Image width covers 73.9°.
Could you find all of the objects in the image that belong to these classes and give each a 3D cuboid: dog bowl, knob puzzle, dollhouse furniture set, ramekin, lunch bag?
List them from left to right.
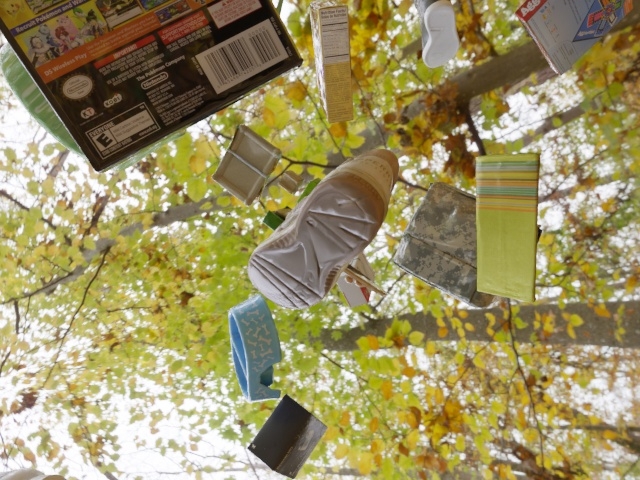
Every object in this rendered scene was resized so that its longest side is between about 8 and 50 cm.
[{"bbox_3d":[-0.406,-0.276,0.779,0.303,0.148,0.303,54,-173,-10],"label":"ramekin"},{"bbox_3d":[-0.154,0.257,0.975,0.074,0.297,0.166,-15,-136,-22],"label":"dog bowl"},{"bbox_3d":[-0.138,-0.175,1.247,0.302,0.197,0.151,38,-161,10],"label":"dollhouse furniture set"},{"bbox_3d":[0.080,0.087,0.992,0.213,0.213,0.030,34,-87,-24],"label":"knob puzzle"},{"bbox_3d":[0.387,0.002,1.137,0.213,0.305,0.255,-8,-58,-47],"label":"lunch bag"}]

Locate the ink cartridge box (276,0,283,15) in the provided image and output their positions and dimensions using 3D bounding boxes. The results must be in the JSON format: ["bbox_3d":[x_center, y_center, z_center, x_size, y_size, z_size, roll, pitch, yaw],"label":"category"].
[{"bbox_3d":[-0.176,-0.518,0.901,0.209,0.109,0.062,-26,-116,-36],"label":"ink cartridge box"}]

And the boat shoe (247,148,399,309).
[{"bbox_3d":[0.000,0.000,0.614,0.122,0.341,0.110,43,-129,-5],"label":"boat shoe"}]

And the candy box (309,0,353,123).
[{"bbox_3d":[0.020,-0.318,0.755,0.053,0.186,0.109,-8,-145,-5],"label":"candy box"}]

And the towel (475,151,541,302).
[{"bbox_3d":[0.300,-0.021,0.687,0.021,0.102,0.237,-16,-73,-37],"label":"towel"}]

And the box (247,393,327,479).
[{"bbox_3d":[-0.078,0.498,1.075,0.156,0.093,0.158,-52,-35,-20],"label":"box"}]

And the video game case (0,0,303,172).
[{"bbox_3d":[-0.196,-0.251,0.479,0.275,0.035,0.248,-31,-77,-8],"label":"video game case"}]

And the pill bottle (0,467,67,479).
[{"bbox_3d":[-0.477,0.402,0.631,0.108,0.194,0.108,-15,-90,-76],"label":"pill bottle"}]

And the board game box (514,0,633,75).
[{"bbox_3d":[0.404,-0.359,0.662,0.281,0.145,0.027,-3,-125,-52],"label":"board game box"}]

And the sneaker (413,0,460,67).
[{"bbox_3d":[0.322,-0.617,1.195,0.296,0.105,0.146,31,-133,-71],"label":"sneaker"}]

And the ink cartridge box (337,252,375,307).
[{"bbox_3d":[0.107,0.111,1.273,0.109,0.063,0.150,61,-155,-17],"label":"ink cartridge box"}]
